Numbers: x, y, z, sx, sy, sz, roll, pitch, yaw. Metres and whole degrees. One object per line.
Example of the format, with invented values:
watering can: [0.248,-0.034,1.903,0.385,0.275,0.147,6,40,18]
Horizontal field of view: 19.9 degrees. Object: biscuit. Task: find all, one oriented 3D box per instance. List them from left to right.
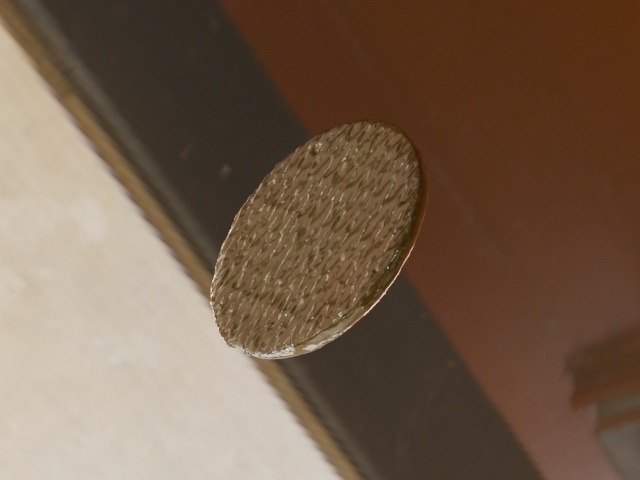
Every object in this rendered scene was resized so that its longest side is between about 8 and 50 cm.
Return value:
biscuit: [0.000,0.001,1.719,0.262,0.262,0.037,-20,136,36]
